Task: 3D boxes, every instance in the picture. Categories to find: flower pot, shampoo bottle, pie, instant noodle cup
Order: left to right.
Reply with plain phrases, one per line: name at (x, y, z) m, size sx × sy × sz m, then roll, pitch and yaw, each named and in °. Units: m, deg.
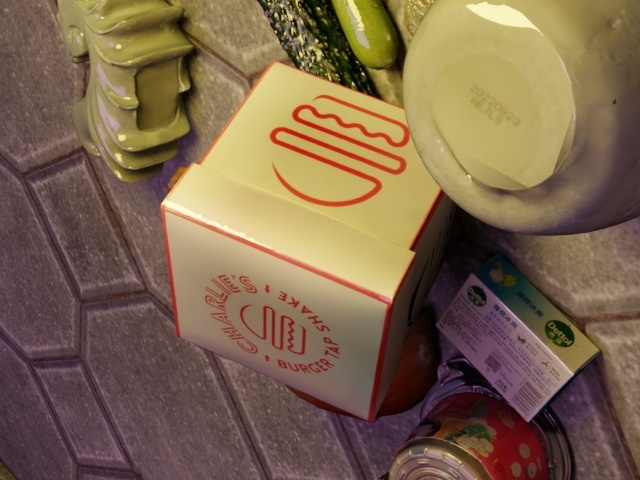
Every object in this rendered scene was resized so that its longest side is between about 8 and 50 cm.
flower pot at (-0.340, -0.279, 1.815) m, size 0.254 × 0.164 × 0.368 m, roll 38°, pitch 138°, yaw 35°
pie at (0.141, -0.294, 1.373) m, size 0.085 × 0.017 × 0.085 m, roll 27°, pitch 132°, yaw 34°
instant noodle cup at (0.216, 0.343, 1.533) m, size 0.258 × 0.181 × 0.302 m, roll -32°, pitch 88°, yaw 41°
shampoo bottle at (0.257, -0.166, 1.079) m, size 0.322 × 0.317 × 0.323 m, roll 30°, pitch 136°, yaw 34°

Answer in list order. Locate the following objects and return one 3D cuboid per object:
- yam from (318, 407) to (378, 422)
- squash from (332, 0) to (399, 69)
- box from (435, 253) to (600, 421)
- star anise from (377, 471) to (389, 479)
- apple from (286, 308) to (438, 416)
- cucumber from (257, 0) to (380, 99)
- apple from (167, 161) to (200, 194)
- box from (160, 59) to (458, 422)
yam at (0.043, 0.297, 1.864) m, size 0.145 × 0.032 × 0.032 m, roll 8°, pitch 119°, yaw 45°
squash at (0.050, -0.326, 1.420) m, size 0.066 × 0.066 × 0.201 m, roll -16°, pitch 99°, yaw 52°
box at (0.271, 0.136, 1.460) m, size 0.194 × 0.073 × 0.139 m, roll 47°, pitch 141°, yaw 17°
star anise at (0.181, 0.393, 1.758) m, size 0.140 × 0.144 × 0.158 m, roll -26°, pitch 103°, yaw 8°
apple at (0.046, 0.194, 1.715) m, size 0.346 × 0.254 × 0.179 m, roll -5°, pitch 69°, yaw 50°
cucumber at (0.009, -0.255, 1.494) m, size 0.096 × 0.096 × 0.359 m, roll -26°, pitch 97°, yaw 53°
apple at (-0.180, -0.077, 1.767) m, size 0.156 × 0.158 × 0.147 m, roll 0°, pitch 116°, yaw 44°
box at (0.000, 0.000, 1.391) m, size 0.312 × 0.300 × 0.314 m, roll 23°, pitch 146°, yaw 13°
